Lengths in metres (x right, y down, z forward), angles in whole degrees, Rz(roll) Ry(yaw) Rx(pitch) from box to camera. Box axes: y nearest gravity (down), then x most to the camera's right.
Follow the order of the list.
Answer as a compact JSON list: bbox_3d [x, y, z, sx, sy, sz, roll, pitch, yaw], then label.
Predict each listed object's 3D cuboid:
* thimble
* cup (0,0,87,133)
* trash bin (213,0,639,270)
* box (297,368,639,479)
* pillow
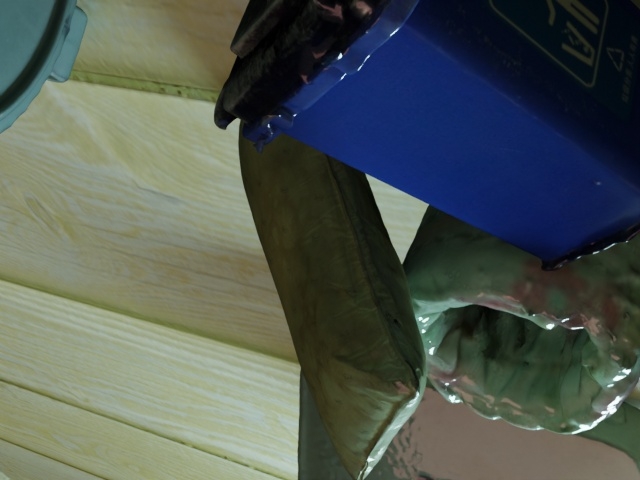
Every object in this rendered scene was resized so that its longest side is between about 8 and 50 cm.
[{"bbox_3d":[0.157,0.033,0.695,0.185,0.149,0.211,41,149,-20],"label":"thimble"},{"bbox_3d":[-0.338,-0.184,0.646,0.311,0.257,0.331,17,149,15],"label":"cup"},{"bbox_3d":[0.077,-0.094,0.548,0.234,0.163,0.184,29,149,-20],"label":"trash bin"},{"bbox_3d":[0.151,0.287,1.060,0.367,0.090,0.373,15,121,21],"label":"box"},{"bbox_3d":[0.000,0.000,0.680,0.074,0.303,0.185,-10,151,-13],"label":"pillow"}]
